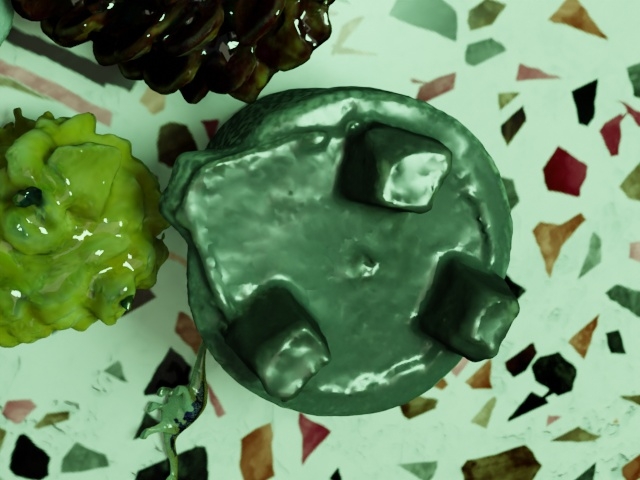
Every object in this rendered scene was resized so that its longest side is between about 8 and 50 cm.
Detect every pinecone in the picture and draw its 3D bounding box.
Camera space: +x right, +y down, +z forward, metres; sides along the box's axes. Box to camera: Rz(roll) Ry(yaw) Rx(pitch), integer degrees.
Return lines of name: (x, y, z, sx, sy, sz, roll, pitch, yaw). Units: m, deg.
pinecone: (-0.122, -0.268, 0.845, 0.296, 0.242, 0.298, 11, 91, -21)

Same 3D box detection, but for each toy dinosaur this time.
toy dinosaur: (-0.141, 0.160, 1.059, 0.058, 0.037, 0.180, 11, 109, -40)

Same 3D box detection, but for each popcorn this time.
popcorn: (-0.240, -0.013, 0.919, 0.218, 0.169, 0.189, -19, 108, -14)

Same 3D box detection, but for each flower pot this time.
flower pot: (0.000, 0.000, 0.920, 0.299, 0.283, 0.299, -4, 107, -15)

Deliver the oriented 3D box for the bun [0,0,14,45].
bun: (-0.314, -0.195, 0.894, 0.141, 0.083, 0.140, 1, 92, 24)
